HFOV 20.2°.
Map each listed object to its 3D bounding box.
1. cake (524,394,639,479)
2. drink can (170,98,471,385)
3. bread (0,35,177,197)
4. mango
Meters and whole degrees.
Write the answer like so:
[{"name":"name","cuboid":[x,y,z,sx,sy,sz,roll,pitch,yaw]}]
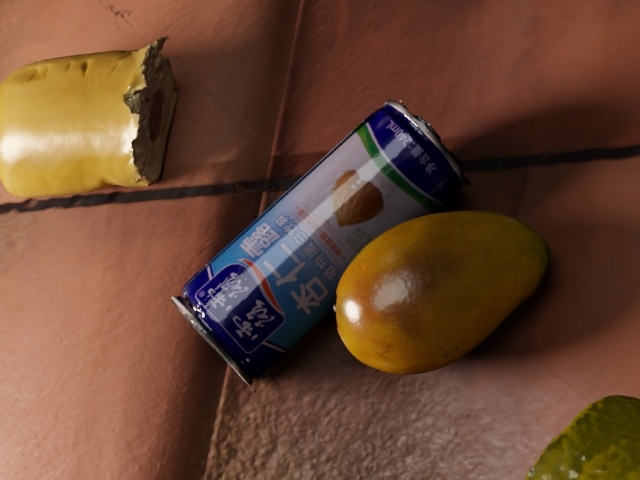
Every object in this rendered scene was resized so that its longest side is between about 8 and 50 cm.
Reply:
[{"name":"cake","cuboid":[0.172,0.229,1.107,0.156,0.179,0.260,24,70,36]},{"name":"drink can","cuboid":[0.000,0.000,1.394,0.235,0.097,0.097,-42,51,-7]},{"name":"bread","cuboid":[-0.211,-0.108,1.570,0.173,0.085,0.134,-6,56,21]},{"name":"mango","cuboid":[0.086,0.033,1.337,0.163,0.089,0.111,-40,71,-14]}]
